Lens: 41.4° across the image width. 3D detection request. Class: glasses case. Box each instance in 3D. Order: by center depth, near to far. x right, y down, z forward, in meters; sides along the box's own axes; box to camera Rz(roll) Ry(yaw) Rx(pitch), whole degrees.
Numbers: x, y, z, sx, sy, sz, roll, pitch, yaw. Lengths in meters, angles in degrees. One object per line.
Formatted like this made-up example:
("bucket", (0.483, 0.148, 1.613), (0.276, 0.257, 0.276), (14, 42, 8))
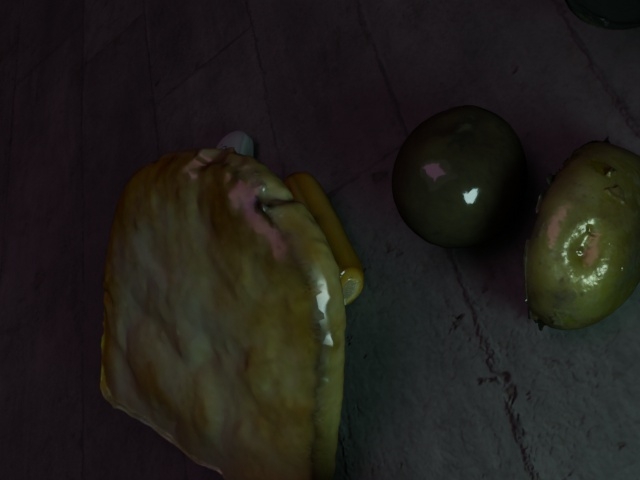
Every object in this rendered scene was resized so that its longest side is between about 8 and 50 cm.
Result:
("glasses case", (-0.157, -0.103, 1.456), (0.076, 0.049, 0.197), (-17, 54, 35))

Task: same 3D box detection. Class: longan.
("longan", (0.174, -0.079, 1.058), (0.167, 0.167, 0.187), (10, 71, 45))

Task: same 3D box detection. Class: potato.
("potato", (0.302, -0.018, 0.919), (0.098, 0.138, 0.243), (12, 75, 41))

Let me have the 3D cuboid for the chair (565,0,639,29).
("chair", (0.346, -0.480, 1.120), (0.226, 0.226, 0.401), (-35, 44, 20))

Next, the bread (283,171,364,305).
("bread", (0.000, 0.000, 1.225), (0.092, 0.074, 0.239), (-61, 36, 31))

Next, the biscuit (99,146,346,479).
("biscuit", (-0.139, 0.098, 1.109), (0.429, 0.104, 0.446), (16, 109, 39))
